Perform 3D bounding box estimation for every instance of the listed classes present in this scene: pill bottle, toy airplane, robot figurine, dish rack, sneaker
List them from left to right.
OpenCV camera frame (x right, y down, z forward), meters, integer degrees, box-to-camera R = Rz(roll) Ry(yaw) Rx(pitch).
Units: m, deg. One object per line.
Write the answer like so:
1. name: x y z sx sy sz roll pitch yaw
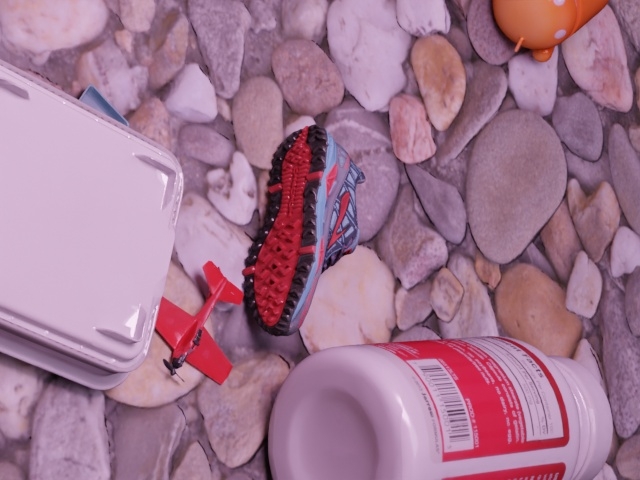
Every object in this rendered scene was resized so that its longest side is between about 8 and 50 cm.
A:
1. dish rack: -0.271 -0.024 1.784 0.333 0.072 0.285 28 62 -40
2. toy airplane: -0.131 0.088 1.956 0.151 0.028 0.151 10 76 -46
3. sneaker: 0.000 0.000 2.056 0.125 0.104 0.262 35 59 -38
4. pill bottle: 0.154 0.228 2.075 0.407 0.229 0.229 0 82 -46
5. robot figurine: 0.318 -0.338 2.430 0.128 0.158 0.219 49 47 2

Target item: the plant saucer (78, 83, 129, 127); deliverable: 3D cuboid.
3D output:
1. plant saucer: -0.267 -0.075 1.859 0.067 0.018 0.192 48 51 -27
